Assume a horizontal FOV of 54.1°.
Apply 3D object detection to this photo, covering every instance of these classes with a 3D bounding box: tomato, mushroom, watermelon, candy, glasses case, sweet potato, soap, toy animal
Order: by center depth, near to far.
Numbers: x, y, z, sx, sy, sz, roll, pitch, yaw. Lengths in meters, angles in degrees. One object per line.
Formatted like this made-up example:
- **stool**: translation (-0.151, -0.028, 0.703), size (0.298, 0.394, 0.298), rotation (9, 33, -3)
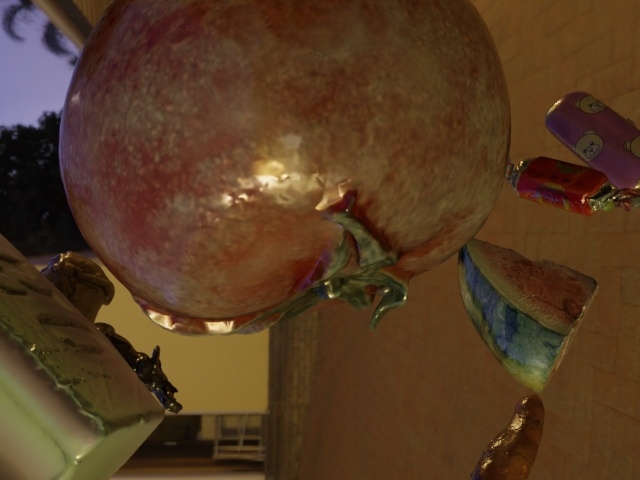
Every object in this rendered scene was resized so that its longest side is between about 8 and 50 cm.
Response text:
- **tomato**: translation (-0.021, -0.067, 0.463), size (0.317, 0.316, 0.282), rotation (111, 142, -72)
- **soap**: translation (-0.383, 0.092, 0.672), size (0.156, 0.446, 0.261), rotation (-49, -10, -6)
- **mushroom**: translation (-0.382, 0.201, 0.901), size (0.126, 0.177, 0.397), rotation (40, 132, 42)
- **watermelon**: translation (0.353, 0.106, 1.056), size (0.262, 0.201, 0.213), rotation (55, 162, 40)
- **candy**: translation (0.422, -0.098, 1.103), size (0.292, 0.086, 0.059), rotation (25, 153, 46)
- **sweet potato**: translation (0.338, 0.435, 1.175), size (0.354, 0.095, 0.106), rotation (-43, -41, -38)
- **toy animal**: translation (-0.358, 0.238, 1.191), size (0.245, 0.114, 0.146), rotation (54, 168, -14)
- **glasses case**: translation (0.636, -0.226, 1.414), size (0.076, 0.123, 0.316), rotation (35, -163, -48)

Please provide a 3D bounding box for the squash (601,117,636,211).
- **squash**: translation (0.712, -0.178, 1.512), size (0.069, 0.069, 0.239), rotation (-100, 7, -61)
